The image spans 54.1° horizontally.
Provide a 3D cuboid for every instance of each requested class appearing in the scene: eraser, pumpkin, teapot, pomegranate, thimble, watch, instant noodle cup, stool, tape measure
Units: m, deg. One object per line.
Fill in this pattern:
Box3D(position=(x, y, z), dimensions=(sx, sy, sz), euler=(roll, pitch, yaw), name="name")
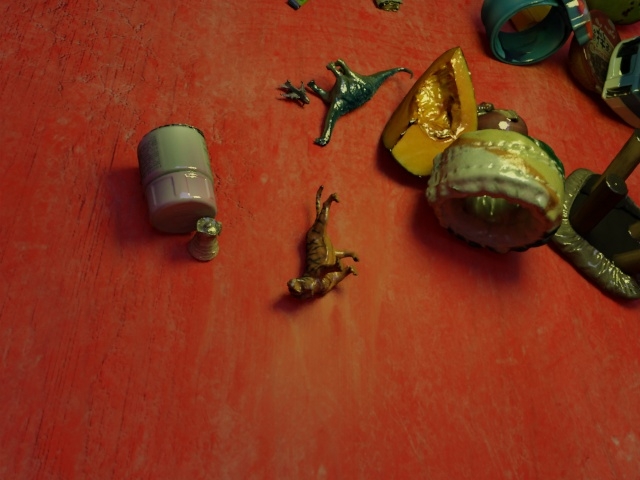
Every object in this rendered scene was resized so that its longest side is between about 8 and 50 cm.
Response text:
Box3D(position=(0.651, -0.738, 1.968), dimensions=(0.158, 0.069, 0.226), euler=(-8, 63, -25), name="eraser")
Box3D(position=(0.272, -0.281, 1.490), dimensions=(0.169, 0.148, 0.312), euler=(35, 85, -20), name="pumpkin")
Box3D(position=(-0.208, -0.008, 1.155), dimensions=(0.057, 0.083, 0.067), euler=(44, 56, 14), name="teapot")
Box3D(position=(1.003, -0.856, 2.035), dimensions=(0.291, 0.323, 0.290), euler=(5, 80, -30), name="pomegranate")
Box3D(position=(0.373, -0.103, 1.339), dimensions=(0.288, 0.254, 0.167), euler=(17, 60, 4), name="thimble")
Box3D(position=(0.576, -0.636, 1.728), dimensions=(0.305, 0.274, 0.241), euler=(31, 46, -43), name="watch")
Box3D(position=(0.813, -0.542, 1.870), dimensions=(0.274, 0.091, 0.274), euler=(7, 78, -39), name="instant noodle cup")
Box3D(position=(0.735, -0.066, 1.487), dimensions=(0.310, 0.226, 0.310), euler=(41, 52, 6), name="stool")
Box3D(position=(0.941, -0.465, 1.819), dimensions=(0.259, 0.138, 0.262), euler=(25, 68, -37), name="tape measure")

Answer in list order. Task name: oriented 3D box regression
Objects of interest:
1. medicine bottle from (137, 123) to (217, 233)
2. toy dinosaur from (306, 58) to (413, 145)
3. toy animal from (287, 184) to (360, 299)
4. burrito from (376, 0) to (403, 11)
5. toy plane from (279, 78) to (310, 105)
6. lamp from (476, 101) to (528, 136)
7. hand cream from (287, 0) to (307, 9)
Box3D(position=(-0.266, -0.113, 1.165), dimensions=(0.135, 0.135, 0.168), euler=(-4, 61, -24), name="medicine bottle")
Box3D(position=(0.072, -0.364, 1.500), dimensions=(0.363, 0.076, 0.147), euler=(-41, 91, -31), name="toy dinosaur")
Box3D(position=(0.003, 0.005, 1.238), dimensions=(0.116, 0.114, 0.255), euler=(-15, 51, 19), name="toy animal")
Box3D(position=(0.181, -0.703, 1.770), dimensions=(0.074, 0.044, 0.118), euler=(-9, 66, -23), name="burrito")
Box3D(position=(-0.056, -0.343, 1.457), dimensions=(0.083, 0.031, 0.078), euler=(45, 54, 9), name="toy plane")
Box3D(position=(0.440, -0.224, 1.524), dimensions=(0.215, 0.151, 0.223), euler=(0, 100, -7), name="lamp")
Box3D(position=(-0.039, -0.648, 1.661), dimensions=(0.036, 0.023, 0.122), euler=(42, 57, 2), name="hand cream")
